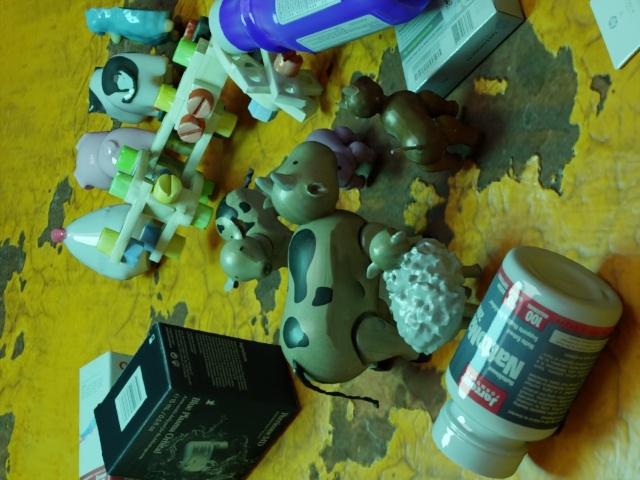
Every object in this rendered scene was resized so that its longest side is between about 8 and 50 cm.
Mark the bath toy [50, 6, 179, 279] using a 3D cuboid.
[{"bbox_3d":[-0.259,-0.121,2.206,0.151,0.129,0.348,88,-173,-78],"label":"bath toy"}]

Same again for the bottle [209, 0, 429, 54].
[{"bbox_3d":[-0.004,-0.251,1.779,0.283,0.092,0.118,-13,60,49],"label":"bottle"}]

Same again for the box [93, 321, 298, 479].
[{"bbox_3d":[-0.134,0.180,1.872,0.156,0.158,0.093,-53,39,34],"label":"box"}]

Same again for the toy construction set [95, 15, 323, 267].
[{"bbox_3d":[-0.136,-0.129,1.989,0.328,0.151,0.215,-45,20,31],"label":"toy construction set"}]

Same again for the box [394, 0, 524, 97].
[{"bbox_3d":[0.125,-0.250,1.725,0.145,0.038,0.186,-44,46,42],"label":"box"}]

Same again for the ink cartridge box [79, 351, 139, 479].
[{"bbox_3d":[-0.204,0.224,1.997,0.072,0.127,0.175,-32,54,48],"label":"ink cartridge box"}]

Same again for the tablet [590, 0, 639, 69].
[{"bbox_3d":[0.261,-0.195,1.521,0.054,0.006,0.083,-48,42,39],"label":"tablet"}]

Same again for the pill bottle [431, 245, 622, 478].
[{"bbox_3d":[0.167,0.106,1.472,0.180,0.108,0.108,-65,34,21],"label":"pill bottle"}]

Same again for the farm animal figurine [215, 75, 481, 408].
[{"bbox_3d":[0.000,0.000,1.703,0.330,0.172,0.326,-39,50,47],"label":"farm animal figurine"}]
